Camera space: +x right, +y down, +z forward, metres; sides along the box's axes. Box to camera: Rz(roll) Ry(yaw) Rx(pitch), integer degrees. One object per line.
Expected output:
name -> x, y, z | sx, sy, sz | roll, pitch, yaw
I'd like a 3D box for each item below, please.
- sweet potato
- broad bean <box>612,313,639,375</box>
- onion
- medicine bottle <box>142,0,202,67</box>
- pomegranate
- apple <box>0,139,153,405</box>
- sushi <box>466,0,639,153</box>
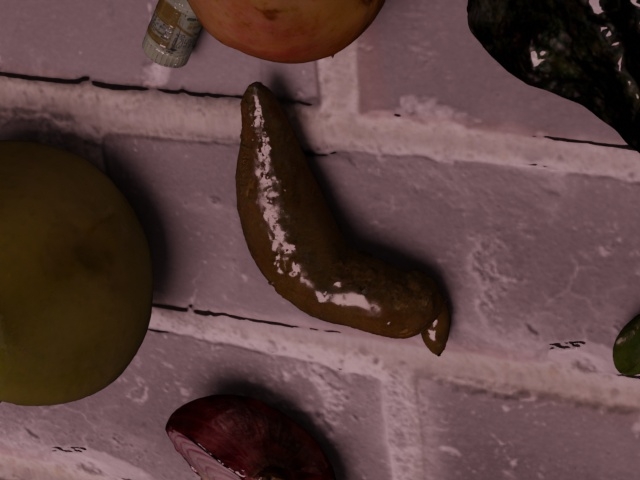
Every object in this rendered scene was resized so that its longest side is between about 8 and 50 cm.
sweet potato -> -0.001, 0.004, 1.420 | 0.124, 0.098, 0.310 | -38, 95, 18
broad bean -> 0.326, 0.036, 1.283 | 0.256, 0.052, 0.053 | -48, 67, 40
onion -> -0.054, 0.226, 1.578 | 0.206, 0.098, 0.151 | 45, 155, -10
medicine bottle -> -0.130, -0.203, 1.396 | 0.047, 0.047, 0.083 | 34, 129, 7
pomegranate -> -0.032, -0.233, 1.238 | 0.191, 0.191, 0.191 | 14, 124, 22
apple -> -0.316, 0.047, 1.522 | 0.292, 0.254, 0.292 | 12, 119, 24
sushi -> 0.274, -0.162, 1.094 | 0.350, 0.211, 0.171 | 37, 137, 16
